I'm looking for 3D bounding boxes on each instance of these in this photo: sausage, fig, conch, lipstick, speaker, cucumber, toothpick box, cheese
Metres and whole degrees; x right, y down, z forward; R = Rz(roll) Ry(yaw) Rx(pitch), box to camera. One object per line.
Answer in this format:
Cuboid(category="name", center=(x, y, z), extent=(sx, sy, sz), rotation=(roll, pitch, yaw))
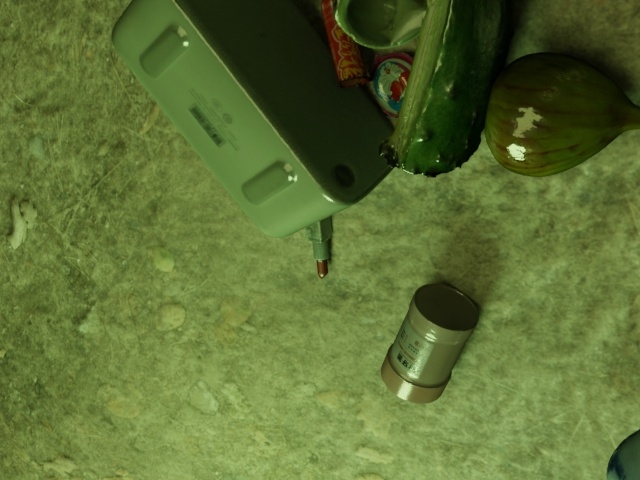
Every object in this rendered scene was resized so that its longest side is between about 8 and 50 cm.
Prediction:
Cuboid(category="sausage", center=(0.032, -0.278, 1.540), extent=(0.050, 0.048, 0.145), rotation=(-17, 78, 21))
Cuboid(category="fig", center=(0.316, -0.133, 1.320), extent=(0.259, 0.151, 0.151), rotation=(15, 120, 30))
Cuboid(category="conch", center=(0.099, -0.346, 1.416), extent=(0.181, 0.124, 0.187), rotation=(-10, 133, 32))
Cuboid(category="lipstick", center=(-0.001, 0.000, 1.729), extent=(0.030, 0.030, 0.129), rotation=(12, 118, 36))
Cuboid(category="speaker", center=(-0.096, -0.203, 1.572), extent=(0.406, 0.183, 0.184), rotation=(51, 140, -7))
Cuboid(category="cucumber", center=(0.174, -0.232, 1.370), extent=(0.105, 0.145, 0.325), rotation=(-122, 36, -51))
Cuboid(category="toothpick box", center=(0.154, 0.147, 1.623), extent=(0.098, 0.098, 0.149), rotation=(37, 129, 21))
Cuboid(category="cheese", center=(0.120, -0.193, 1.524), extent=(0.145, 0.038, 0.095), rotation=(42, 132, 18))

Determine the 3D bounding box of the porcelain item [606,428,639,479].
Cuboid(category="porcelain item", center=(0.448, 0.271, 1.416), extent=(0.141, 0.141, 0.259), rotation=(41, 123, 17))
